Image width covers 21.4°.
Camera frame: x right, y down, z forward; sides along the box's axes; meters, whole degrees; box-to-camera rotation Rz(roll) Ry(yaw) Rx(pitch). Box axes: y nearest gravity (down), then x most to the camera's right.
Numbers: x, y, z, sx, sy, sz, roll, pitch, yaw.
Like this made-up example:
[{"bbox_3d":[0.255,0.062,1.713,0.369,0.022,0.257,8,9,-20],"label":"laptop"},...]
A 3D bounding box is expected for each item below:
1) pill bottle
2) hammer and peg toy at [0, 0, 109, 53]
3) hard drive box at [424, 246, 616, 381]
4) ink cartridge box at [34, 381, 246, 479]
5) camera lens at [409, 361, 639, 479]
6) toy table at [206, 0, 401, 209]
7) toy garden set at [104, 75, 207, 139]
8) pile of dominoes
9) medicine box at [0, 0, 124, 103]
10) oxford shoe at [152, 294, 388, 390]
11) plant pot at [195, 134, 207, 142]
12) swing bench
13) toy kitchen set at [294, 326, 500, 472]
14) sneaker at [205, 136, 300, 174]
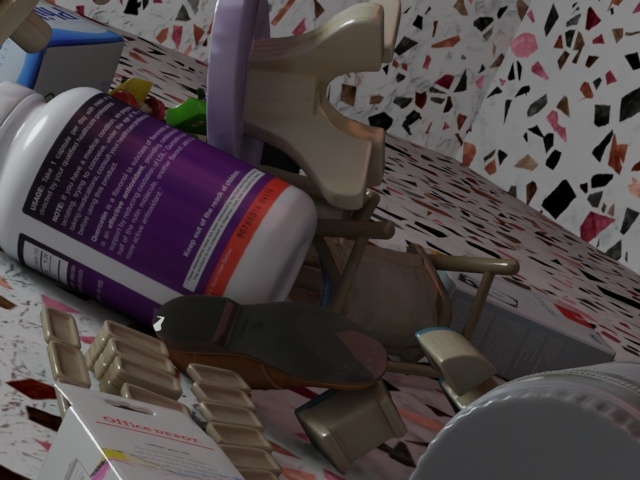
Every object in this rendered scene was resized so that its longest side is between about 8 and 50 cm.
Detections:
[{"bbox_3d":[-0.177,-0.027,1.593,0.323,0.181,0.181,27,10,6],"label":"pill bottle"},{"bbox_3d":[-0.381,-0.236,1.696,0.266,0.361,0.127,38,-5,47],"label":"hammer and peg toy"},{"bbox_3d":[0.234,0.112,2.161,0.232,0.089,0.181,23,11,-15],"label":"hard drive box"},{"bbox_3d":[-0.106,0.170,1.082,0.115,0.067,0.198,19,13,-33],"label":"ink cartridge box"},{"bbox_3d":[0.198,0.201,1.224,0.219,0.219,0.274,30,11,23],"label":"camera lens"},{"bbox_3d":[-0.016,-0.145,1.671,0.160,0.252,0.274,8,-22,7],"label":"toy table"},{"bbox_3d":[-0.228,-0.108,1.787,0.204,0.244,0.049,5,64,-64],"label":"toy garden set"},{"bbox_3d":[-0.126,0.147,1.307,0.196,0.040,0.251,24,18,-24],"label":"pile of dominoes"},{"bbox_3d":[-0.429,-0.232,2.064,0.289,0.149,0.263,24,13,10],"label":"medicine box"},{"bbox_3d":[-0.038,0.100,1.467,0.212,0.076,0.076,10,47,22],"label":"oxford shoe"},{"bbox_3d":[-0.151,-0.101,2.291,0.109,0.096,0.109,29,12,21],"label":"plant pot"},{"bbox_3d":[0.035,0.035,1.876,0.254,0.165,0.253,27,9,41],"label":"swing bench"},{"bbox_3d":[0.091,0.186,1.509,0.207,0.166,0.122,61,-6,-25],"label":"toy kitchen set"},{"bbox_3d":[-0.088,-0.083,1.968,0.130,0.109,0.286,0,-24,-24],"label":"sneaker"}]
